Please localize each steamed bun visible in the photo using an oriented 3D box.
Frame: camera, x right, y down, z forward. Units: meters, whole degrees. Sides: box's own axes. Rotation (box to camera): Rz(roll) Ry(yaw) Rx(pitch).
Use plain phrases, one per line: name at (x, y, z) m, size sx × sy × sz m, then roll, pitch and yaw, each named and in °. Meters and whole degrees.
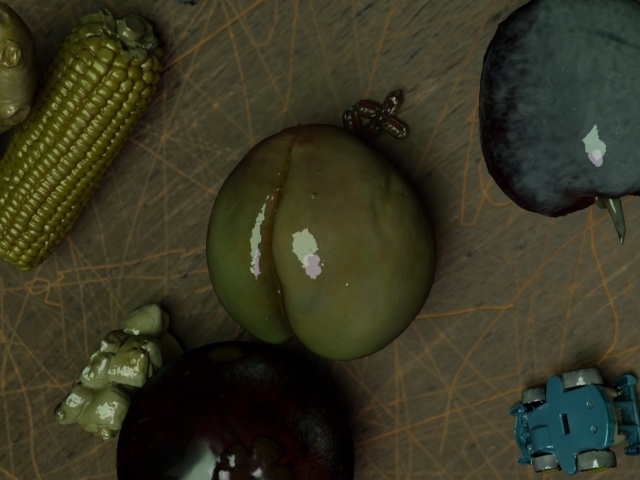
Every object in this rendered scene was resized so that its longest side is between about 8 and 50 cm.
steamed bun at (-0.255, 0.178, 1.943) m, size 0.106 × 0.177 × 0.192 m, roll 37°, pitch 99°, yaw -2°

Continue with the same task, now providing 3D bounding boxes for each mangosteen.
mangosteen at (-0.115, 0.278, 1.876) m, size 0.306 × 0.359 × 0.306 m, roll -1°, pitch 92°, yaw -13°

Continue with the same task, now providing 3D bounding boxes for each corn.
corn at (-0.334, -0.129, 1.902) m, size 0.144 × 0.144 × 0.387 m, roll 38°, pitch 111°, yaw 7°

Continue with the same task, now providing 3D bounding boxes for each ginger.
ginger at (-0.454, -0.187, 1.892) m, size 0.363 × 0.122 × 0.348 m, roll 32°, pitch 130°, yaw 44°

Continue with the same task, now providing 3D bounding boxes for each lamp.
lamp at (0.066, -0.154, 1.812) m, size 0.083 × 0.031 × 0.063 m, roll -4°, pitch 101°, yaw 25°

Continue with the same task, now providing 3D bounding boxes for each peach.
peach at (-0.001, 0.000, 1.763) m, size 0.292 × 0.247 × 0.292 m, roll 7°, pitch 101°, yaw 40°

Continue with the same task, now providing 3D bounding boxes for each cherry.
cherry at (0.303, -0.142, 1.627) m, size 0.255 × 0.218 × 0.296 m, roll -13°, pitch 93°, yaw 29°

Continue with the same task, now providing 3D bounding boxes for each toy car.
toy car at (0.320, 0.231, 1.799) m, size 0.161 × 0.098 × 0.126 m, roll -29°, pitch 64°, yaw 51°

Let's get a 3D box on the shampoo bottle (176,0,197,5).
shampoo bottle at (-0.157, -0.406, 1.808) m, size 0.072 × 0.072 × 0.214 m, roll 25°, pitch 110°, yaw 12°
